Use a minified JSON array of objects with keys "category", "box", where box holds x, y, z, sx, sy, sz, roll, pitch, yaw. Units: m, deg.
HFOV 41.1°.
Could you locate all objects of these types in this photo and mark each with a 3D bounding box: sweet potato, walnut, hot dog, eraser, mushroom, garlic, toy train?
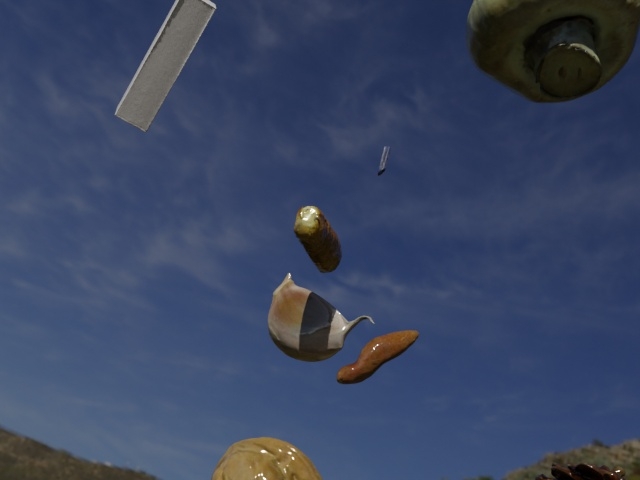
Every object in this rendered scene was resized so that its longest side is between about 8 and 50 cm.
[{"category":"sweet potato","box":[0.110,0.221,1.660,0.058,0.202,0.055,57,-21,9]},{"category":"walnut","box":[-0.096,0.487,1.575,0.257,0.257,0.224,13,5,20]},{"category":"hot dog","box":[0.000,0.001,1.729,0.068,0.083,0.289,-6,-17,7]},{"category":"eraser","box":[-0.323,-0.376,1.776,0.076,0.298,0.078,28,14,-18]},{"category":"mushroom","box":[0.451,-0.413,1.658,0.352,0.260,0.352,-1,-36,-1]},{"category":"garlic","box":[-0.011,0.196,1.838,0.266,0.128,0.148,20,-59,30]},{"category":"toy train","box":[0.162,-0.201,2.176,0.017,0.083,0.017,10,-24,14]}]

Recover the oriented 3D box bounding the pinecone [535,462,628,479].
[{"category":"pinecone","box":[0.509,0.567,1.679,0.244,0.309,0.244,27,-18,10]}]
